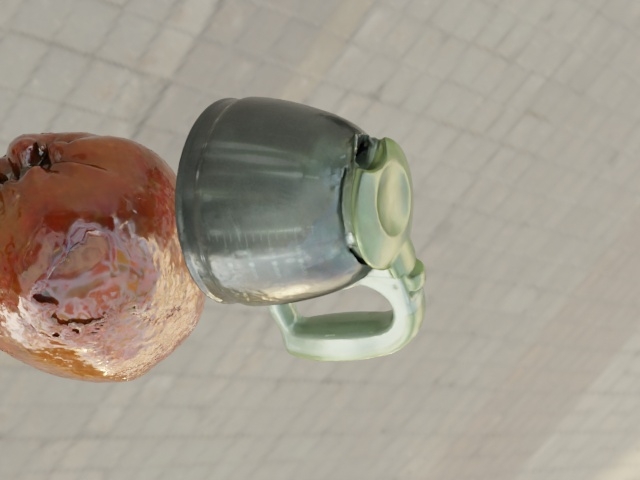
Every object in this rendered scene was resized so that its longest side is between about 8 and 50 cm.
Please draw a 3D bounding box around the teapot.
[{"bbox_3d":[0.002,-0.008,0.613,0.124,0.091,0.092,48,51,-52],"label":"teapot"}]

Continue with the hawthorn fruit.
[{"bbox_3d":[-0.193,0.034,1.196,0.211,0.211,0.299,-39,139,-10],"label":"hawthorn fruit"}]
